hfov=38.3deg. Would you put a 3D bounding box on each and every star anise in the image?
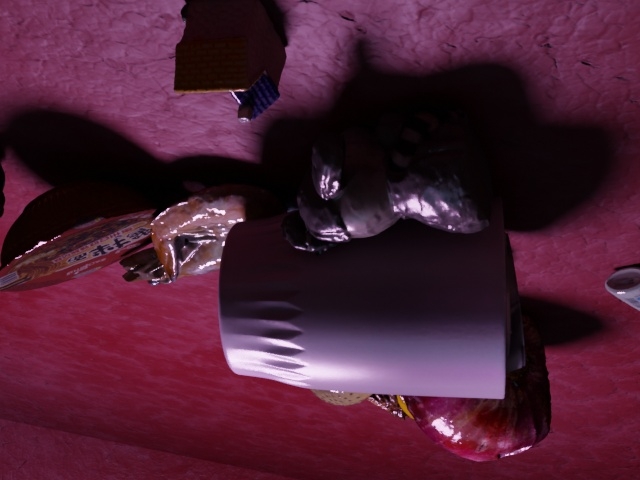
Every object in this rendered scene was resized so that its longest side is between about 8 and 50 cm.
[{"bbox_3d":[0.193,0.364,2.042,0.177,0.073,0.234,8,165,25],"label":"star anise"}]

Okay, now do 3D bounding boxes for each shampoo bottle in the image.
[{"bbox_3d":[0.496,0.092,1.358,0.069,0.041,0.190,-21,142,40],"label":"shampoo bottle"}]

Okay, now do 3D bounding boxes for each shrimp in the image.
[{"bbox_3d":[-0.188,-0.005,1.313,0.317,0.077,0.168,-24,144,29],"label":"shrimp"}]

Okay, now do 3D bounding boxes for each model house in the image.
[{"bbox_3d":[-0.092,-0.174,0.925,0.087,0.100,0.101,0,154,21],"label":"model house"}]

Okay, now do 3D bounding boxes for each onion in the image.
[{"bbox_3d":[0.246,0.239,1.542,0.230,0.256,0.272,2,136,-19],"label":"onion"}]

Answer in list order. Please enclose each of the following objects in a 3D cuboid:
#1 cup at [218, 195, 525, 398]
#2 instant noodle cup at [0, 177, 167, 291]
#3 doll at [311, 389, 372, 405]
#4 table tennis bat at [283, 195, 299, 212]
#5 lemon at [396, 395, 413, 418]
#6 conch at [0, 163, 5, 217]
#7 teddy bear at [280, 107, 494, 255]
[{"bbox_3d":[0.072,0.070,1.181,0.371,0.253,0.253,0,155,9],"label":"cup"},{"bbox_3d":[-0.346,-0.021,1.306,0.274,0.091,0.274,-25,171,-4],"label":"instant noodle cup"},{"bbox_3d":[0.001,0.193,1.625,0.260,0.161,0.177,27,149,-28],"label":"doll"},{"bbox_3d":[0.000,0.000,1.352,0.153,0.040,0.244,20,152,-8],"label":"table tennis bat"},{"bbox_3d":[0.216,0.317,1.877,0.133,0.109,0.109,14,156,-22],"label":"lemon"},{"bbox_3d":[-0.522,-0.085,1.267,0.188,0.122,0.176,11,132,-12],"label":"conch"},{"bbox_3d":[0.068,-0.082,1.028,0.251,0.144,0.171,-3,151,7],"label":"teddy bear"}]
